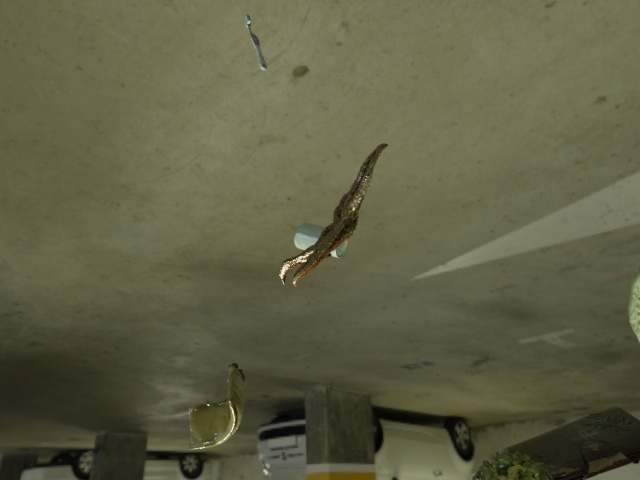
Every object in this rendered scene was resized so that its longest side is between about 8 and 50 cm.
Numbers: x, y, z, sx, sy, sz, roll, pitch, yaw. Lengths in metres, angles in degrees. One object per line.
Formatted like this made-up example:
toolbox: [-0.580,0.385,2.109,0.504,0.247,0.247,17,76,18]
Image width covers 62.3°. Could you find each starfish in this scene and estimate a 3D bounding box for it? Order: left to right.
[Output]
starfish: [0.025,-0.023,0.716,0.057,0.213,0.238,38,117,-3]

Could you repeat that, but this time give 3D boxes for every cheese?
cheese: [-0.106,0.181,0.561,0.041,0.060,0.084,38,104,-27]

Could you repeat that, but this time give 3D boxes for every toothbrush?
toothbrush: [-0.094,-0.286,0.765,0.011,0.132,0.013,-5,144,-19]

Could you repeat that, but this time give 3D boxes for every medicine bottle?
medicine bottle: [0.000,0.000,0.899,0.083,0.047,0.047,16,163,28]

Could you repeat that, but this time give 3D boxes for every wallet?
wallet: [0.428,0.334,0.863,0.232,0.032,0.122,-14,-170,-11]

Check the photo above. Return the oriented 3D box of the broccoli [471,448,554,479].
broccoli: [0.135,0.184,0.314,0.091,0.095,0.097,-6,178,-6]

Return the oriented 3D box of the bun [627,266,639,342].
bun: [0.494,0.091,0.657,0.118,0.196,0.195,-3,155,-15]
